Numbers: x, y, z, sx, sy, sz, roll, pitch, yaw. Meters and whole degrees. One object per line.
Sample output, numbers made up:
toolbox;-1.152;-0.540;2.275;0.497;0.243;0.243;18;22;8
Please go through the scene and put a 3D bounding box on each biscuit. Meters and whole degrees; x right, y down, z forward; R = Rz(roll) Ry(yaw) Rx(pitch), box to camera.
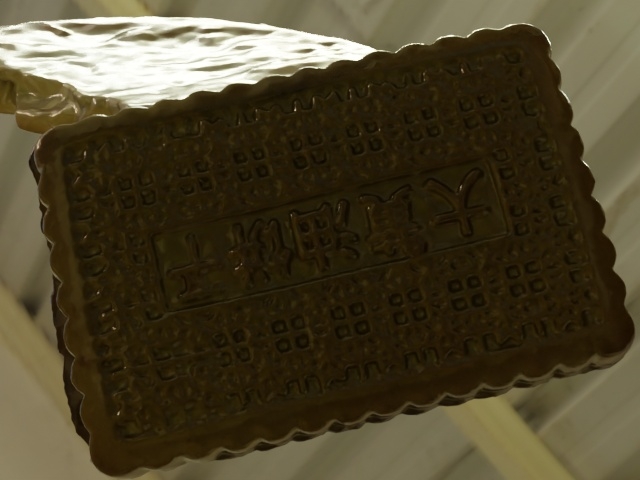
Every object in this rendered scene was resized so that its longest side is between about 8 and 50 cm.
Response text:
biscuit;0.000;0.000;0.659;0.029;0.254;0.172;83;-7;-74
biscuit;-0.077;-0.092;0.847;0.309;0.204;0.040;15;-66;38
